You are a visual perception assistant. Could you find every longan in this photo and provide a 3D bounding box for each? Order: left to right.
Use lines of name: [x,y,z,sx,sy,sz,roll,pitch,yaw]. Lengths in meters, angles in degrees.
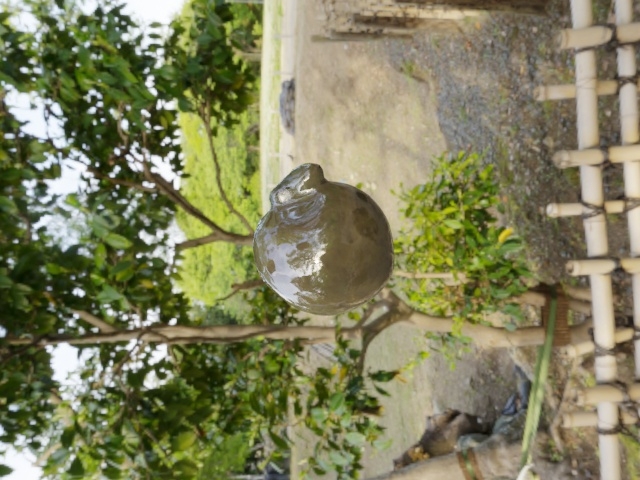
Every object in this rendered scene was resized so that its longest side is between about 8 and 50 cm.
longan: [0.000,0.000,0.418,0.106,0.106,0.119,-108,-4,-68]
